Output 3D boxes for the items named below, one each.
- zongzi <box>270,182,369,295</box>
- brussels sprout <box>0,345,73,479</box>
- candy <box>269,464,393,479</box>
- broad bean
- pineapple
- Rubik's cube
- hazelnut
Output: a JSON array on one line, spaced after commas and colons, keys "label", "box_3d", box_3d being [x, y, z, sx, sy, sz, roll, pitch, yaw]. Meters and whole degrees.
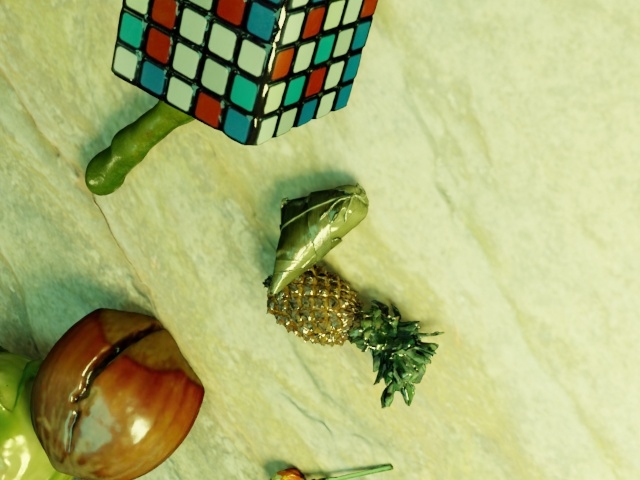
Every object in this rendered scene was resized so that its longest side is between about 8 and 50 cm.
[{"label": "zongzi", "box_3d": [0.000, 0.000, 1.087, 0.109, 0.119, 0.055, -14, 142, 36]}, {"label": "brussels sprout", "box_3d": [-0.465, 0.271, 1.429, 0.259, 0.227, 0.294, -9, 60, 25]}, {"label": "candy", "box_3d": [0.012, 0.295, 1.250, 0.184, 0.049, 0.055, -20, 127, 32]}, {"label": "broad bean", "box_3d": [-0.210, -0.122, 1.220, 0.052, 0.052, 0.256, 31, 134, -33]}, {"label": "pineapple", "box_3d": [0.023, 0.095, 1.120, 0.221, 0.083, 0.103, 29, 81, 22]}, {"label": "Rubik's cube", "box_3d": [-0.067, -0.223, 0.992, 0.187, 0.182, 0.184, 28, 121, 22]}, {"label": "hazelnut", "box_3d": [-0.266, 0.200, 1.303, 0.212, 0.181, 0.181, 34, 126, 19]}]
